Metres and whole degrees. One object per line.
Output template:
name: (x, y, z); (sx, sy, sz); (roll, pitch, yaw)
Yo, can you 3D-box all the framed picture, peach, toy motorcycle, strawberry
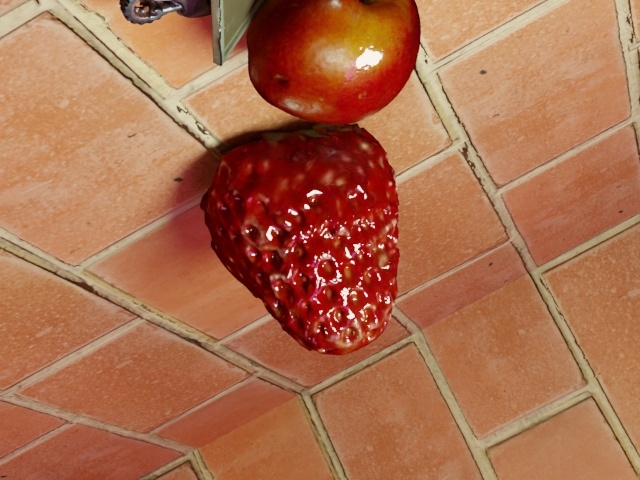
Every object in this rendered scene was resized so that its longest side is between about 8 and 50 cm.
framed picture: (-0.073, -0.327, 1.460); (0.184, 0.016, 0.250); (-60, 170, -21)
peach: (0.012, -0.243, 1.636); (0.243, 0.199, 0.243); (-36, 166, -11)
toy motorcycle: (-0.137, -0.318, 1.474); (0.122, 0.080, 0.215); (-4, 145, -45)
strawberry: (0.000, 0.000, 2.009); (0.295, 0.345, 0.317); (-38, 156, 32)
